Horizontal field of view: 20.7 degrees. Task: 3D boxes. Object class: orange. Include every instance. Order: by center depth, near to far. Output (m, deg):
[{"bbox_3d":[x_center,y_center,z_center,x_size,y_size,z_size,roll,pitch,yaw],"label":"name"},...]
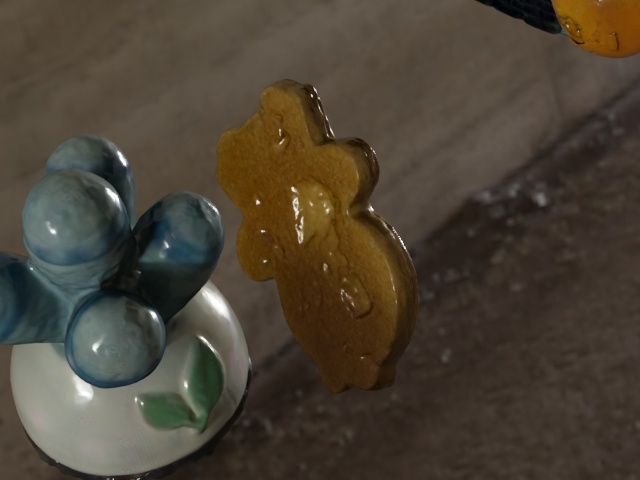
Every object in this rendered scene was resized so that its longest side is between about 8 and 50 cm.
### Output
[{"bbox_3d":[0.171,-0.147,1.008,0.083,0.083,0.083,-16,18,5],"label":"orange"}]

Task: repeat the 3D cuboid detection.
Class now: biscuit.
[{"bbox_3d":[0.002,0.000,1.367,0.035,0.249,0.184,-16,-19,-40],"label":"biscuit"}]

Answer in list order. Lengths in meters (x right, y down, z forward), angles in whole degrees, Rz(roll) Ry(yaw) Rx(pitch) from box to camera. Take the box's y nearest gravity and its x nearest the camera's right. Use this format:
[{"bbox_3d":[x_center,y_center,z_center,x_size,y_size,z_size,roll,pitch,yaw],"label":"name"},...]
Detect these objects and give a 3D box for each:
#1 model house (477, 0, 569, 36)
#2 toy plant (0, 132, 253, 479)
[{"bbox_3d":[0.125,-0.320,1.419,0.261,0.226,0.241,29,13,17],"label":"model house"},{"bbox_3d":[-0.192,0.046,1.536,0.247,0.332,0.247,-3,55,4],"label":"toy plant"}]
